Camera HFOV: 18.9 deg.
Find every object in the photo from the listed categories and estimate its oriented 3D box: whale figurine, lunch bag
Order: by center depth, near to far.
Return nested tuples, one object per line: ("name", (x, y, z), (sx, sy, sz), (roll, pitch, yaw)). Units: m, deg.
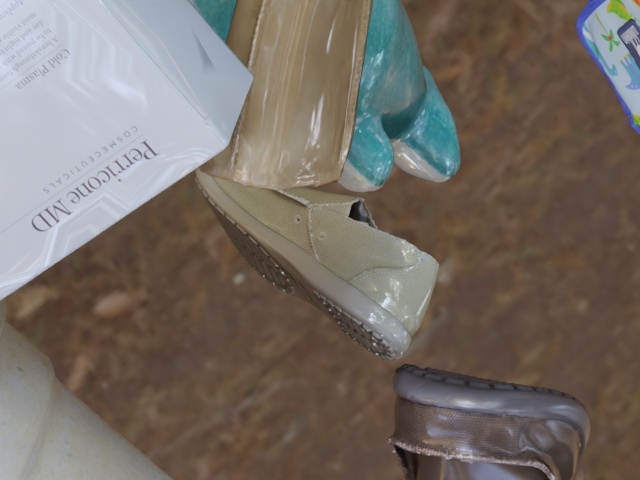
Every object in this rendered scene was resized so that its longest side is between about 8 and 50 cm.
("lunch bag", (0.208, -0.145, 1.107), (0.096, 0.151, 0.129), (1, 169, -10))
("whale figurine", (0.015, -0.130, 1.276), (0.141, 0.216, 0.272), (-40, 141, 23))

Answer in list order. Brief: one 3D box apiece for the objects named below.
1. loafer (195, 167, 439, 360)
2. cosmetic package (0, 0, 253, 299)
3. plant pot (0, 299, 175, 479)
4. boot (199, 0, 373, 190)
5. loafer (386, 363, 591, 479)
("loafer", (0.000, 0.000, 1.586), (0.092, 0.268, 0.102), (-43, 144, -12))
("cosmetic package", (-0.270, -0.075, 1.003), (0.377, 0.097, 0.284), (-32, 108, 23))
("plant pot", (-0.183, 0.250, 1.263), (0.305, 0.334, 0.334), (34, 103, -17))
("boot", (0.015, -0.174, 1.122), (0.236, 0.089, 0.269), (-11, 112, -59))
("loafer", (0.130, 0.189, 1.407), (0.366, 0.134, 0.130), (52, 50, -63))
